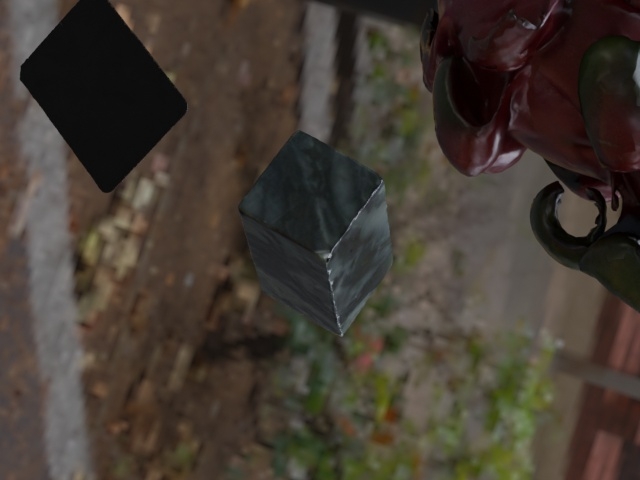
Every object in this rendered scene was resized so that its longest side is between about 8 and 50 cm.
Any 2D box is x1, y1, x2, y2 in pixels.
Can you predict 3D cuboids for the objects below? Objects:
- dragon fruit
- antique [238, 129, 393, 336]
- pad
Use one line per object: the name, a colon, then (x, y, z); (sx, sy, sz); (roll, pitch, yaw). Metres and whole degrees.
dragon fruit: (0.133, -0.105, 0.918); (0.218, 0.198, 0.273); (-40, -157, 24)
antique: (0.000, 0.000, 1.628); (0.086, 0.088, 0.183); (-54, 162, -18)
pad: (-0.190, -0.131, 1.709); (0.112, 0.157, 0.003); (-45, 156, 16)
